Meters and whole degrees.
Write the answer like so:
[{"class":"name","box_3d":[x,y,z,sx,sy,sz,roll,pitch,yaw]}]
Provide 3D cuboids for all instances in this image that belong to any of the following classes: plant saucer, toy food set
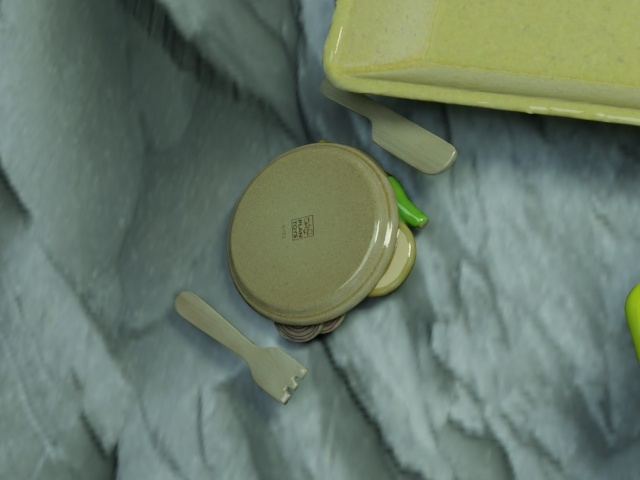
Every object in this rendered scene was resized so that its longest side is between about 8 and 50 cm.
[{"class":"plant saucer","box_3d":[0.200,-0.217,1.154,0.333,0.081,0.332,9,75,22]},{"class":"toy food set","box_3d":[0.000,0.000,1.177,0.132,0.038,0.192,36,91,33]}]

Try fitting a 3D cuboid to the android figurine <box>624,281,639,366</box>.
[{"class":"android figurine","box_3d":[0.289,0.032,0.993,0.248,0.056,0.273,-16,88,-8]}]
